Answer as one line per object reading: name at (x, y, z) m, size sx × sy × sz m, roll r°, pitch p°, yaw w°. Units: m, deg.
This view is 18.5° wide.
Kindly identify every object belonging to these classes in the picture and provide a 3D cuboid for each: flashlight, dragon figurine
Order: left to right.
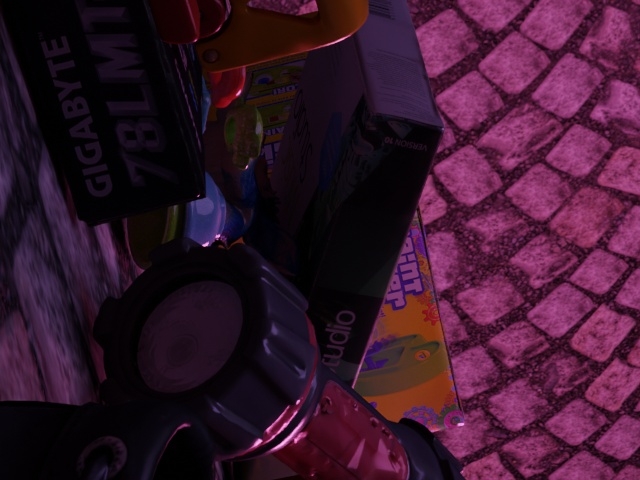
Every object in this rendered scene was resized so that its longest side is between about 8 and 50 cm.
dragon figurine at (-0.063, -0.013, 1.283) m, size 0.289 × 0.085 × 0.144 m, roll -102°, pitch 177°, yaw -59°
flashlight at (0.001, 0.104, 1.023) m, size 0.304 × 0.103 × 0.103 m, roll 45°, pitch 54°, yaw -50°

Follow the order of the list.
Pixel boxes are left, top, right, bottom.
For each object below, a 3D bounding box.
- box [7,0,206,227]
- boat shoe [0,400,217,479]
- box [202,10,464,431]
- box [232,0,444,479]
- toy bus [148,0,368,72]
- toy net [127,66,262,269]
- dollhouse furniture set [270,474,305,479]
box at (-0.127, -0.206, 1.000) m, size 0.293 × 0.073 × 0.295 m, roll -101°, pitch 176°, yaw -57°
boat shoe at (-0.044, 0.172, 0.372) m, size 0.127 × 0.113 × 0.340 m, roll 75°, pitch 3°, yaw -48°
box at (0.003, -0.012, 1.736) m, size 0.279 × 0.177 × 0.290 m, roll -99°, pitch 176°, yaw -59°
box at (0.000, 0.000, 1.375) m, size 0.232 × 0.058 × 0.322 m, roll -99°, pitch -157°, yaw -59°
toy bus at (-0.037, -0.183, 0.921) m, size 0.202 × 0.104 × 0.191 m, roll 41°, pitch 35°, yaw -84°
toy net at (-0.093, -0.090, 1.151) m, size 0.232 × 0.045 × 0.122 m, roll -114°, pitch -145°, yaw -45°
dollhouse furniture set at (0.090, 0.311, 1.169) m, size 0.152 × 0.201 × 0.374 m, roll -28°, pitch -108°, yaw 60°
